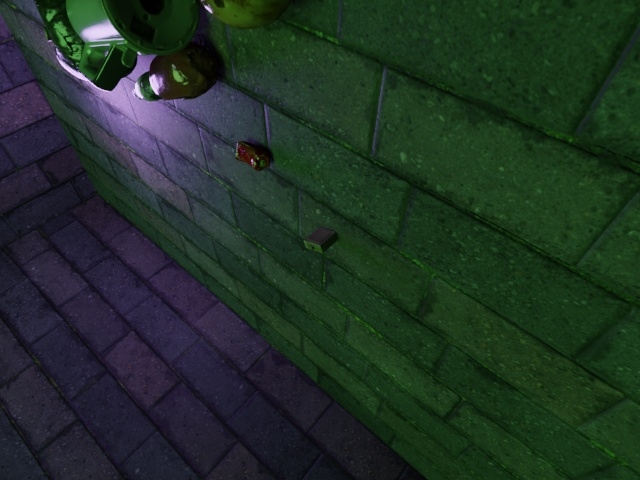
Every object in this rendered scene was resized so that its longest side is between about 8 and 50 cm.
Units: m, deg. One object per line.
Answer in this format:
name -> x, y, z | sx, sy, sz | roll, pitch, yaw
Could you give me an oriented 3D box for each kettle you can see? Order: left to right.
kettle -> -0.548, -0.589, 1.153 | 0.376, 0.250, 0.362 | 21, 97, 43

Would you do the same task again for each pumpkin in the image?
pumpkin -> -0.771, -0.699, 1.385 | 0.291, 0.257, 0.328 | 33, 141, 56

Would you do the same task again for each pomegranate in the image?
pomegranate -> -0.142, -0.528, 0.804 | 0.215, 0.215, 0.215 | 33, 147, 25

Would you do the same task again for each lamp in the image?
lamp -> -0.586, -0.549, 1.474 | 0.250, 0.101, 0.101 | -3, 124, 40

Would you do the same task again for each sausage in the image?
sausage -> -0.412, -0.498, 1.246 | 0.279, 0.152, 0.152 | 12, 134, 46

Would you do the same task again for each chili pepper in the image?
chili pepper -> -0.215, -0.268, 1.335 | 0.123, 0.073, 0.070 | 33, -171, 29

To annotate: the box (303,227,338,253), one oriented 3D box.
box -> 0.000, 0.000, 1.345 | 0.079, 0.083, 0.035 | 18, 138, 43
